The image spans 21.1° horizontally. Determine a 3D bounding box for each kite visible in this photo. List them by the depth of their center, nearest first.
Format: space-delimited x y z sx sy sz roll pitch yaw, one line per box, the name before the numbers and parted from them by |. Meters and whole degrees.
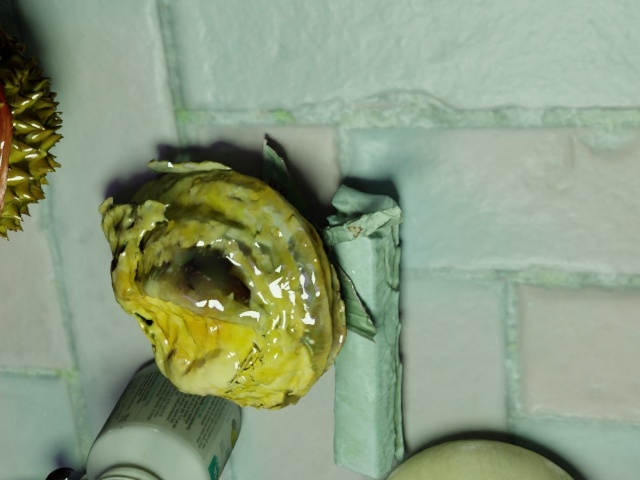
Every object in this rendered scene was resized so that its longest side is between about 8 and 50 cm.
kite | 0.001 -0.001 1.678 0.250 0.012 0.229 -25 95 51

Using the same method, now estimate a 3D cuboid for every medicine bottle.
medicine bottle | -0.172 0.232 1.801 0.135 0.215 0.135 7 122 12

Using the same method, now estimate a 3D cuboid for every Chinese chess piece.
Chinese chess piece | 0.168 0.325 1.810 0.250 0.103 0.249 4 126 5

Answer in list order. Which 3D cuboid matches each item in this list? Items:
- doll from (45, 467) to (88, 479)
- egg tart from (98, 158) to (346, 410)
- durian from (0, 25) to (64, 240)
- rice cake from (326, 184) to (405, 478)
doll | -0.283 0.353 1.967 0.182 0.117 0.257 42 123 -13
egg tart | -0.117 0.055 1.706 0.297 0.132 0.297 20 126 31
durian | -0.419 -0.111 1.589 0.384 0.347 0.347 11 137 -44
rice cake | 0.046 0.097 1.746 0.066 0.063 0.336 17 127 27
